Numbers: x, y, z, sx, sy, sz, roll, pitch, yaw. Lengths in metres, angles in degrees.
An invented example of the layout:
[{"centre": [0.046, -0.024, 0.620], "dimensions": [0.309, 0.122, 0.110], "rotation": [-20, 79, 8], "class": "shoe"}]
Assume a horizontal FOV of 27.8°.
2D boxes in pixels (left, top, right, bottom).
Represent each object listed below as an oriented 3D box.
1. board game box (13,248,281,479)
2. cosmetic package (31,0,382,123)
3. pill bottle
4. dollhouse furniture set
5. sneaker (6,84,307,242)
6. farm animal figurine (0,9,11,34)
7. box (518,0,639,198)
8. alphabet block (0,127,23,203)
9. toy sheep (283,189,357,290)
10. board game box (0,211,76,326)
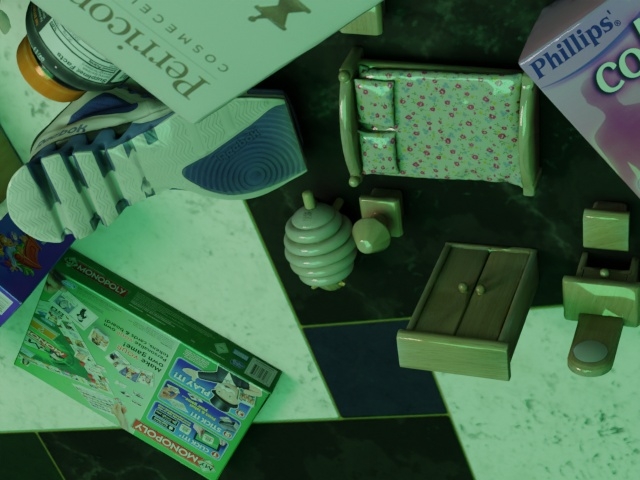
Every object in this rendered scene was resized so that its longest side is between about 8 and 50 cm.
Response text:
[{"centre": [-0.231, 0.167, 1.685], "dimensions": [0.317, 0.046, 0.213], "rotation": [31, 132, 0], "class": "board game box"}, {"centre": [-0.056, -0.367, 0.973], "dimensions": [0.329, 0.327, 0.394], "rotation": [37, 134, -29], "class": "cosmetic package"}, {"centre": [-0.214, -0.238, 1.316], "dimensions": [0.130, 0.130, 0.246], "rotation": [45, 130, -12], "class": "pill bottle"}, {"centre": [0.156, -0.053, 1.262], "dimensions": [0.303, 0.173, 0.355], "rotation": [6, 127, 20], "class": "dollhouse furniture set"}, {"centre": [-0.184, -0.119, 1.401], "dimensions": [0.316, 0.182, 0.127], "rotation": [-14, 124, -2], "class": "sneaker"}, {"centre": [-0.339, -0.311, 1.215], "dimensions": [0.327, 0.172, 0.330], "rotation": [-18, 113, 7], "class": "farm animal figurine"}, {"centre": [0.341, -0.151, 1.142], "dimensions": [0.243, 0.117, 0.213], "rotation": [46, 130, -13], "class": "box"}, {"centre": [-0.501, -0.086, 1.515], "dimensions": [0.192, 0.197, 0.193], "rotation": [-11, 120, 31], "class": "alphabet block"}, {"centre": [0.000, 0.000, 1.428], "dimensions": [0.091, 0.091, 0.132], "rotation": [-4, 122, 27], "class": "toy sheep"}, {"centre": [-0.407, 0.063, 1.561], "dimensions": [0.078, 0.233, 0.347], "rotation": [42, 130, -10], "class": "board game box"}]
